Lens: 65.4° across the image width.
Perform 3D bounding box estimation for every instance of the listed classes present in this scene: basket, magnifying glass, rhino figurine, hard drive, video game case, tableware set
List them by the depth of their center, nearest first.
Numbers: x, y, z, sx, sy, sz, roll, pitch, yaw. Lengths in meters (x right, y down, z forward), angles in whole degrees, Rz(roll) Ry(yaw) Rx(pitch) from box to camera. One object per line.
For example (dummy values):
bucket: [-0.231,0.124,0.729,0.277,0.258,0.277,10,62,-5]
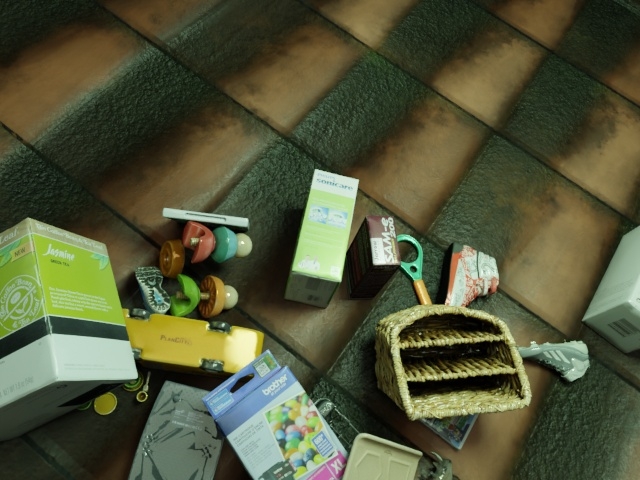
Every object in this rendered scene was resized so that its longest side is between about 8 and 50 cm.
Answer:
hard drive: [-0.302,0.450,1.079,0.171,0.054,0.255,15,63,-3]
rhino figurine: [0.294,0.596,1.111,0.106,0.073,0.244,-10,66,-18]
tableware set: [-0.466,0.337,1.120,0.154,0.024,0.104,7,64,-7]
basket: [0.292,0.258,1.128,0.298,0.223,0.214,0,90,-10]
video game case: [-0.275,-0.049,1.239,0.193,0.212,0.023,7,88,-7]
video game case: [0.315,0.379,1.245,0.183,0.023,0.201,36,63,8]
magnifying glass: [0.258,0.089,1.370,0.092,0.026,0.231,-11,68,-15]

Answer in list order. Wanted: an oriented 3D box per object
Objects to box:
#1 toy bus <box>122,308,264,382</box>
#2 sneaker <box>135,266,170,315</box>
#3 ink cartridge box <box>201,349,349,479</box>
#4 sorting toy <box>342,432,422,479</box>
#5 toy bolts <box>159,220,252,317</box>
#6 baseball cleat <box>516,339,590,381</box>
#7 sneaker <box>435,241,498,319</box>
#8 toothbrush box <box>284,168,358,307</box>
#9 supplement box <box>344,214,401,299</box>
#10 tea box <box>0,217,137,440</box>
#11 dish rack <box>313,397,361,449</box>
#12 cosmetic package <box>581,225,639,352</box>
toy bus: [-0.300,0.242,1.136,0.332,0.130,0.108,10,65,-6]
sneaker: [-0.414,0.128,1.205,0.063,0.073,0.162,2,41,-35]
ink cartridge box: [-0.087,0.403,1.039,0.185,0.065,0.311,-33,81,-22]
sorting toy: [0.111,0.519,1.035,0.193,0.038,0.208,29,76,-29]
toy bolts: [-0.271,0.050,1.213,0.158,0.229,0.218,6,35,-38]
baseball cleat: [0.614,0.316,1.304,0.205,0.072,0.110,-3,72,-8]
sneaker: [0.397,0.135,1.331,0.144,0.090,0.270,19,56,0]
toothbrush box: [0.000,0.000,1.263,0.122,0.206,0.284,12,63,-4]
supplement box: [0.124,0.049,1.244,0.073,0.239,0.130,-1,65,-11]
tea box: [-0.595,0.187,0.992,0.328,0.220,0.324,-27,68,9]
dish rack: [0.036,0.511,1.107,0.271,0.074,0.208,44,67,9]
cosmetic package: [0.910,0.109,1.388,0.155,0.197,0.365,38,66,8]
